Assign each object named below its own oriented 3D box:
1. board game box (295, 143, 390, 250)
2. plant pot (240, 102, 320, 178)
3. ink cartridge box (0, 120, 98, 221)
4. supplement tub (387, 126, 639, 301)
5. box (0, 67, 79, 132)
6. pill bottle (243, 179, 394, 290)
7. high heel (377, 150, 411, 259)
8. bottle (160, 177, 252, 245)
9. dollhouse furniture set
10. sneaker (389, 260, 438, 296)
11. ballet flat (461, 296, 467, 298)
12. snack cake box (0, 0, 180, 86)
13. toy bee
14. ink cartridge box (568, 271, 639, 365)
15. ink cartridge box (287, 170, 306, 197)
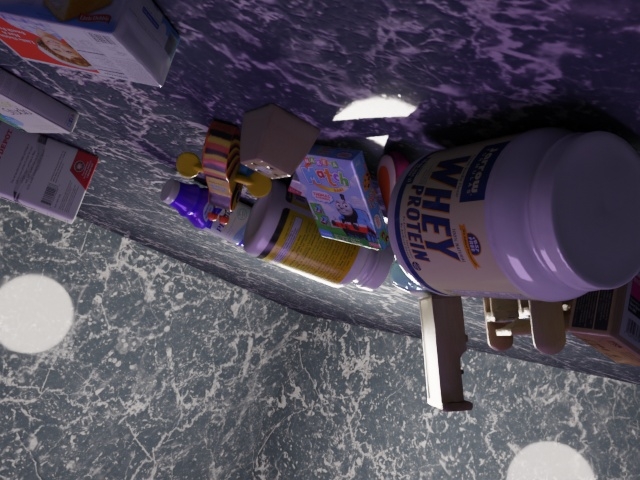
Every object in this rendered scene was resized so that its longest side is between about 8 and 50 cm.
[{"bbox_3d":[0.038,-0.084,1.342,0.160,0.039,0.212,14,138,40],"label":"board game box"},{"bbox_3d":[-0.083,-0.169,1.254,0.109,0.096,0.109,25,166,-30],"label":"plant pot"},{"bbox_3d":[-0.790,-0.188,1.965,0.272,0.197,0.114,23,168,-19],"label":"ink cartridge box"},{"bbox_3d":[0.274,-0.033,1.009,0.235,0.236,0.324,24,166,-27],"label":"supplement tub"},{"bbox_3d":[-0.739,-0.335,1.569,0.232,0.059,0.322,8,163,40],"label":"box"},{"bbox_3d":[0.000,0.000,1.673,0.333,0.188,0.188,22,167,-18],"label":"pill bottle"},{"bbox_3d":[0.210,-0.077,1.335,0.181,0.127,0.377,-15,158,3],"label":"high heel"},{"bbox_3d":[-0.298,-0.082,1.915,0.282,0.118,0.092,27,174,-35],"label":"bottle"},{"bbox_3d":[0.446,0.244,1.621,0.394,0.257,0.362,-3,173,-3],"label":"dollhouse furniture set"},{"bbox_3d":[0.279,0.043,1.629,0.150,0.135,0.365,28,153,-36],"label":"sneaker"},{"bbox_3d":[0.374,0.118,1.928,0.240,0.077,0.091,11,165,28],"label":"ballet flat"},{"bbox_3d":[-0.358,-0.316,1.017,0.264,0.089,0.152,15,170,16],"label":"snack cake box"},{"bbox_3d":[-0.189,-0.121,1.480,0.195,0.162,0.298,10,166,27],"label":"toy bee"},{"bbox_3d":[0.579,0.121,1.352,0.088,0.193,0.234,2,161,46],"label":"ink cartridge box"},{"bbox_3d":[0.008,-0.115,1.459,0.135,0.056,0.099,20,168,-5],"label":"ink cartridge box"}]
